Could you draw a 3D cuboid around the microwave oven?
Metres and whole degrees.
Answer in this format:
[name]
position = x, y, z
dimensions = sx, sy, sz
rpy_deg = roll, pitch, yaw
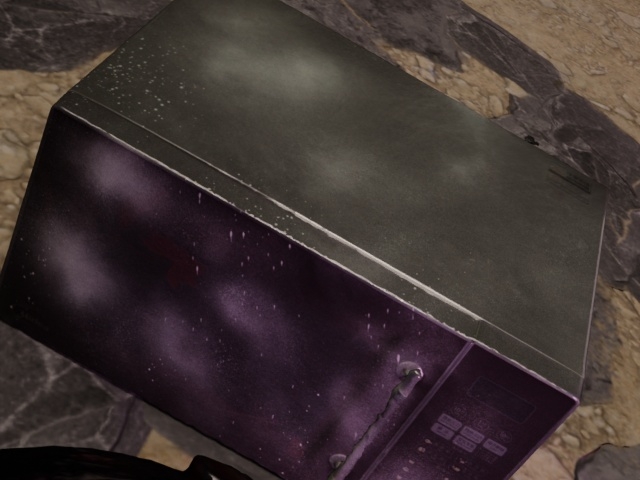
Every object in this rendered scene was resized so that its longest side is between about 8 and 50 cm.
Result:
[microwave oven]
position = 0.000, 0.000, 0.894
dimensions = 0.432, 0.236, 0.374
rpy_deg = 30, 39, -1

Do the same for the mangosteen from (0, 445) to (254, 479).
[mangosteen]
position = -0.115, 0.298, 0.382
dimensions = 0.382, 0.382, 0.435
rpy_deg = 32, 75, 3
